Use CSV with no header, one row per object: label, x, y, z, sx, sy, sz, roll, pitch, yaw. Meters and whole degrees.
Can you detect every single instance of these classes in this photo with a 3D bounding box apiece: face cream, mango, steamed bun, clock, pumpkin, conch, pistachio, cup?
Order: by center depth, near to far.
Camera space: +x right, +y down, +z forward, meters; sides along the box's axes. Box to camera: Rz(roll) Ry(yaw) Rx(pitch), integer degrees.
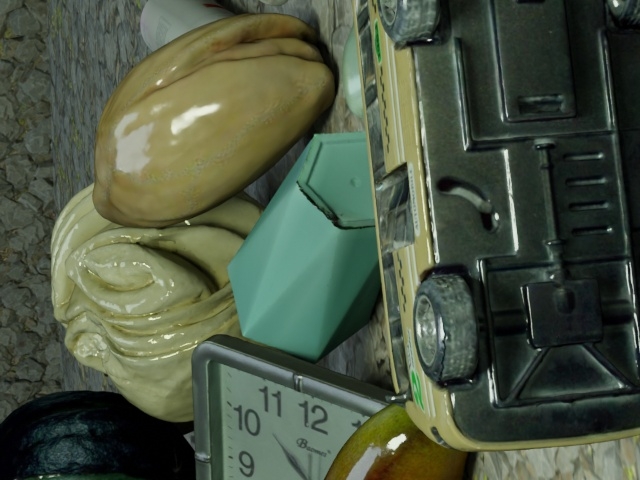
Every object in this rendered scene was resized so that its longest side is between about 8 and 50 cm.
conch,0.059,-0.140,1.467,0.065,0.088,0.180,-16,69,30
mango,0.058,0.237,1.480,0.111,0.133,0.268,-116,42,-55
cup,0.000,0.000,1.577,0.134,0.148,0.236,44,152,12
clock,-0.007,0.243,1.652,0.273,0.049,0.279,17,118,34
pistachio,-0.119,-0.116,1.729,0.181,0.293,0.162,32,-156,-53
steamed bun,-0.159,0.034,1.879,0.203,0.276,0.289,97,166,-55
pumpkin,-0.257,0.352,1.915,0.363,0.266,0.363,179,90,-78
face cream,-0.129,-0.224,1.982,0.345,0.102,0.102,-136,41,-65

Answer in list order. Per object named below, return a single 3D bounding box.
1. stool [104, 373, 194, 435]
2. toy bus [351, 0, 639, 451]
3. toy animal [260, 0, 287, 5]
stool,-0.166,0.129,2.115,0.272,0.178,0.272,174,90,-73
toy bus,0.119,-0.052,1.089,0.202,0.176,0.365,153,112,-76
toy animal,-0.088,-0.405,1.676,0.208,0.154,0.325,-109,15,-55
